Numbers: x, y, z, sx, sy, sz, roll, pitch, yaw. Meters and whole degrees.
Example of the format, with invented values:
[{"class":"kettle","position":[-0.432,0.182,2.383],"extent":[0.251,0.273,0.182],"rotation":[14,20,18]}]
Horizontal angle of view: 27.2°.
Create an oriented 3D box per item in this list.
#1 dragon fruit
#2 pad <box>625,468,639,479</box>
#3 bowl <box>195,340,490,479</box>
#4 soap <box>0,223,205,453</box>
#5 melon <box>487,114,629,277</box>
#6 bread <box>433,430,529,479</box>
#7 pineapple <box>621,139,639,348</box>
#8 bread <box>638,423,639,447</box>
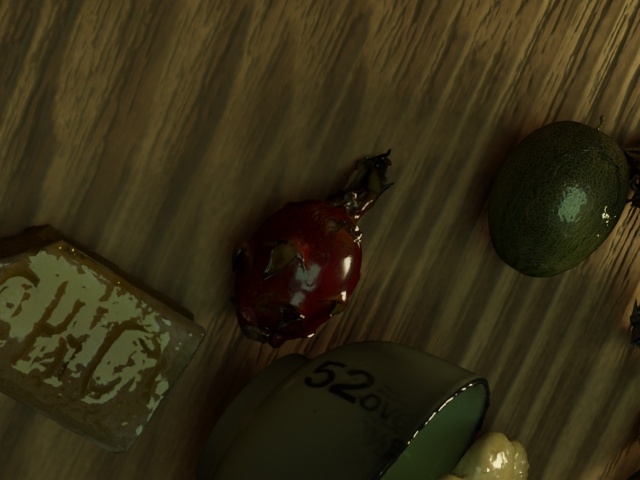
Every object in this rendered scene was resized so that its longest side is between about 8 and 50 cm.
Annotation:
[{"class":"dragon fruit","position":[0.000,0.000,1.371],"extent":[0.125,0.125,0.246],"rotation":[45,69,-10]},{"class":"pad","position":[0.541,0.335,1.532],"extent":[0.375,0.063,0.315],"rotation":[-42,76,8]},{"class":"bowl","position":[-0.002,0.236,1.342],"extent":[0.185,0.354,0.354],"rotation":[35,90,20]},{"class":"soap","position":[-0.262,0.083,1.304],"extent":[0.257,0.080,0.160],"rotation":[33,90,-24]},{"class":"melon","position":[0.258,-0.051,1.426],"extent":[0.139,0.139,0.192],"rotation":[31,92,-23]},{"class":"bread","position":[0.129,0.340,1.433],"extent":[0.316,0.054,0.316],"rotation":[-40,151,-28]},{"class":"pineapple","position":[0.439,0.047,1.488],"extent":[0.262,0.262,0.272],"rotation":[0,114,-20]},{"class":"bread","position":[0.475,0.208,1.533],"extent":[0.286,0.207,0.056],"rotation":[-37,126,12]}]
